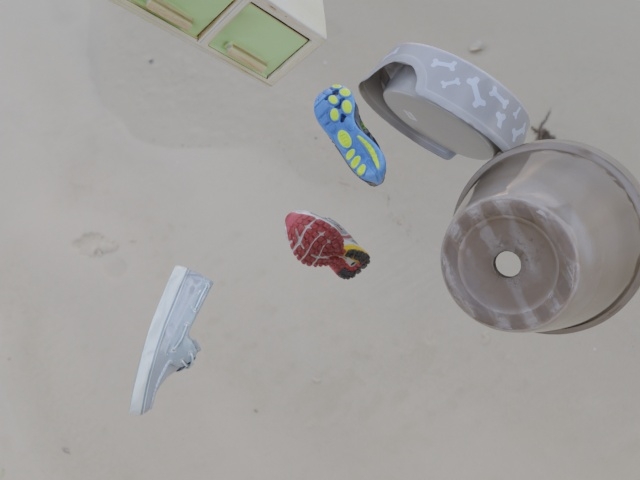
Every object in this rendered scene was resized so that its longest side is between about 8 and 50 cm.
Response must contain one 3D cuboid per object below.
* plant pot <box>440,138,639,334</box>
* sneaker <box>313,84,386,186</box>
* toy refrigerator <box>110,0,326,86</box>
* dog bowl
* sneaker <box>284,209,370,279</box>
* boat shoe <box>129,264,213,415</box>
[{"bbox_3d":[0.320,0.014,0.962,0.323,0.323,0.280,19,19,28],"label":"plant pot"},{"bbox_3d":[0.045,-0.158,0.962,0.067,0.078,0.188,-27,67,2],"label":"sneaker"},{"bbox_3d":[-0.125,-0.267,0.649,0.102,0.269,0.094,-29,55,37],"label":"toy refrigerator"},{"bbox_3d":[0.246,-0.254,1.231,0.349,0.349,0.102,31,89,33],"label":"dog bowl"},{"bbox_3d":[0.000,0.000,1.152,0.088,0.225,0.093,-43,54,8],"label":"sneaker"},{"bbox_3d":[-0.213,0.148,0.925,0.081,0.079,0.227,19,67,-11],"label":"boat shoe"}]
